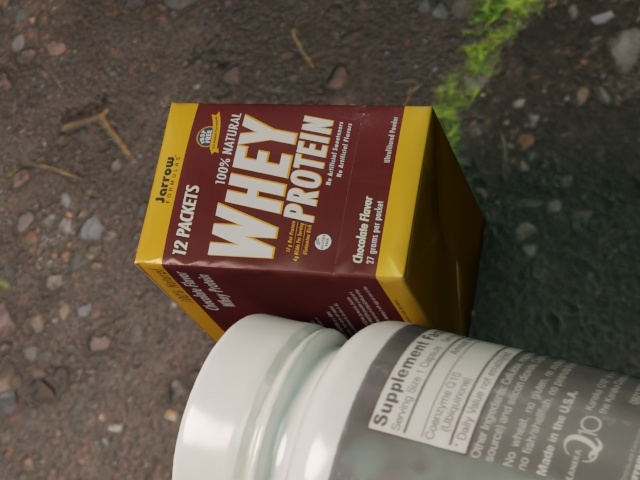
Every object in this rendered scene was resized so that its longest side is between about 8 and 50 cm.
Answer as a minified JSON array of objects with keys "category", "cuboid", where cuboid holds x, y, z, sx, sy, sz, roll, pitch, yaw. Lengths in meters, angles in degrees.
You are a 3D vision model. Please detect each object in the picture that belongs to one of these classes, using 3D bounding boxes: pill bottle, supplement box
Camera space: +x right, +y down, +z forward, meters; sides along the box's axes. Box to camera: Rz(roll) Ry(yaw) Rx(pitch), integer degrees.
[{"category":"pill bottle","cuboid":[0.101,0.168,0.982,0.361,0.204,0.204,12,71,22]},{"category":"supplement box","cuboid":[0.000,0.000,1.096,0.194,0.191,0.129,3,67,19]}]
